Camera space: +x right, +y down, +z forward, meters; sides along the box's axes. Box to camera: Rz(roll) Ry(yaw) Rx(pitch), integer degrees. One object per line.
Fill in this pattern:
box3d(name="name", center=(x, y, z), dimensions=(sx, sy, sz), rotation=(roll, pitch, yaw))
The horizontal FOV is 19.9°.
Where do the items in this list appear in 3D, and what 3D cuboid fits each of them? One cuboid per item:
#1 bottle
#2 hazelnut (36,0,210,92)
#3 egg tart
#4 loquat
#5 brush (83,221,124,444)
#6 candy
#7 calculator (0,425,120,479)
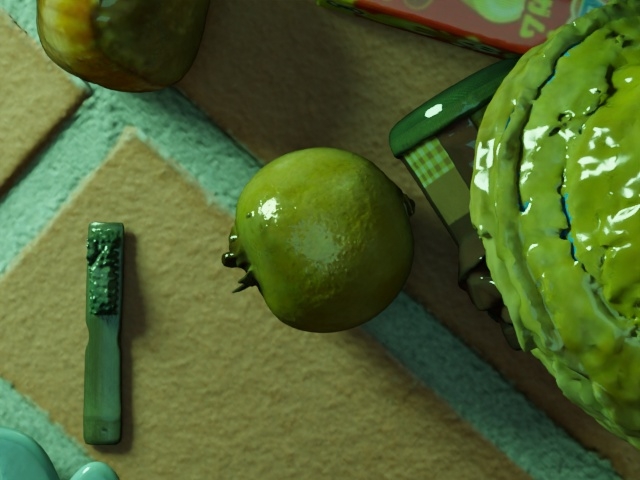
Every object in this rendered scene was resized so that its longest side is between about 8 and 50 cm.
box3d(name="bottle", center=(0.174, -0.004, 1.466), dimensions=(0.156, 0.143, 0.271), rotation=(-29, 87, -37))
box3d(name="hazelnut", center=(-0.162, -0.197, 1.485), dimensions=(0.150, 0.150, 0.150), rotation=(0, 92, 3))
box3d(name="egg tart", center=(0.304, -0.018, 1.350), dimensions=(0.388, 0.169, 0.387), rotation=(4, 76, -18))
box3d(name="loquat", center=(0.000, 0.000, 1.471), dimensions=(0.163, 0.137, 0.163), rotation=(-2, 106, -7))
box3d(name="brush", center=(-0.184, 0.080, 1.539), dimensions=(0.034, 0.027, 0.190), rotation=(2, 93, 5))
box3d(name="candy", center=(0.141, -0.226, 1.481), dimensions=(0.276, 0.088, 0.146), rotation=(18, 92, 1))
box3d(name="calculator", center=(-0.312, 0.252, 1.524), dimensions=(0.303, 0.042, 0.188), rotation=(-10, 97, -10))
